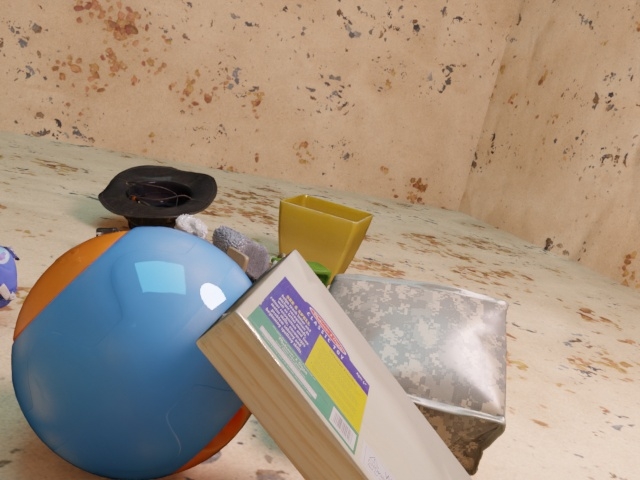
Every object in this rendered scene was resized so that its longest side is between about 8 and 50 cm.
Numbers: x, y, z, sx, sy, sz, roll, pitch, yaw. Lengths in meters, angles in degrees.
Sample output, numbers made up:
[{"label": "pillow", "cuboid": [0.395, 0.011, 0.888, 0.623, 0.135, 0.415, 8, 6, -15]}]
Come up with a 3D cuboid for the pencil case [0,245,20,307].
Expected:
[{"label": "pencil case", "cuboid": [-0.563, 0.083, 0.991, 0.133, 0.119, 0.306, 23, 13, 3]}]

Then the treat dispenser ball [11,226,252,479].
[{"label": "treat dispenser ball", "cuboid": [-0.202, 0.127, 0.792, 0.288, 0.288, 0.288, 13, 12, -3]}]

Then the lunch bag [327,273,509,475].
[{"label": "lunch bag", "cuboid": [0.119, 0.183, 1.017, 0.287, 0.169, 0.235, 15, 43, 2]}]

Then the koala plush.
[{"label": "koala plush", "cuboid": [-0.228, 0.057, 1.365, 0.221, 0.196, 0.203, 18, 1, 22]}]

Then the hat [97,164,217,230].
[{"label": "hat", "cuboid": [-0.436, -0.087, 1.867, 0.331, 0.134, 0.331, 3, 29, -2]}]

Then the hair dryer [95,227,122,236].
[{"label": "hair dryer", "cuboid": [-0.378, 0.059, 1.483, 0.293, 0.080, 0.223, 7, 28, -2]}]

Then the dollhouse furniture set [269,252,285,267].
[{"label": "dollhouse furniture set", "cuboid": [-0.166, 0.076, 1.503, 0.182, 0.101, 0.161, 10, 13, -17]}]

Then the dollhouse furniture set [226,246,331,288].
[{"label": "dollhouse furniture set", "cuboid": [-0.015, 0.096, 1.219, 0.301, 0.151, 0.197, 8, 13, -39]}]

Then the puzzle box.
[{"label": "puzzle box", "cuboid": [0.052, 0.206, 0.718, 0.409, 0.052, 0.272, 53, 14, -3]}]

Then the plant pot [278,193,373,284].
[{"label": "plant pot", "cuboid": [0.000, 0.000, 1.830, 0.212, 0.187, 0.212, 17, 12, 13]}]
